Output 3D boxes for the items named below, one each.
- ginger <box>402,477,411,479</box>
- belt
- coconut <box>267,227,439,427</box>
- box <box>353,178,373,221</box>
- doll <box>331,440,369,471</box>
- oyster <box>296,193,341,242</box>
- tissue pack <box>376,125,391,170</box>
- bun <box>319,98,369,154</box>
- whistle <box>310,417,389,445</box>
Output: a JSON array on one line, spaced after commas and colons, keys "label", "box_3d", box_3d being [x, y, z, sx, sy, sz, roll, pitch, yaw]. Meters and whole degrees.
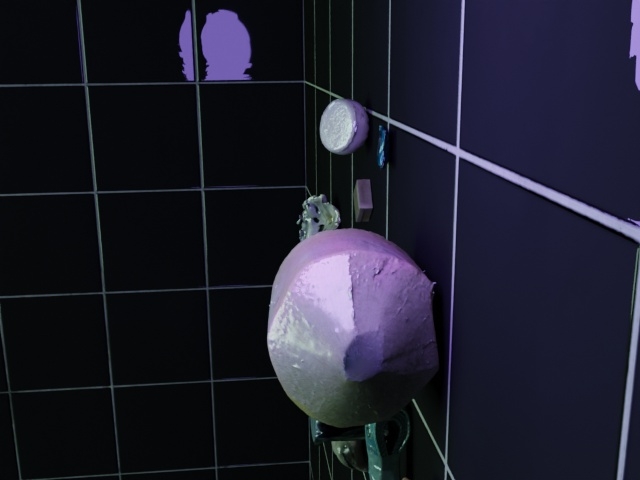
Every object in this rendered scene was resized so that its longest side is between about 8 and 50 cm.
[{"label": "ginger", "box_3d": [0.127, 0.584, 1.309, 0.363, 0.122, 0.347, 159, 118, -74]}, {"label": "belt", "box_3d": [0.136, 0.460, 1.440, 0.072, 0.087, 0.302, -159, 66, -70]}, {"label": "coconut", "box_3d": [0.055, 0.141, 1.215, 0.309, 0.298, 0.297, -104, 13, -72]}, {"label": "box", "box_3d": [0.102, -0.095, 1.784, 0.083, 0.035, 0.079, 100, 167, -67]}, {"label": "doll", "box_3d": [0.078, 0.545, 1.975, 0.192, 0.095, 0.149, -162, 67, -81]}, {"label": "oyster", "box_3d": [0.002, 0.000, 2.480, 0.238, 0.115, 0.351, -115, 18, -54]}, {"label": "tissue pack", "box_3d": [0.131, -0.192, 1.526, 0.138, 0.028, 0.085, -96, 9, -77]}, {"label": "bun", "box_3d": [0.071, -0.272, 1.778, 0.138, 0.094, 0.138, -3, 86, 46]}, {"label": "whistle", "box_3d": [0.067, 0.355, 1.634, 0.404, 0.168, 0.188, 109, 159, -76]}]
